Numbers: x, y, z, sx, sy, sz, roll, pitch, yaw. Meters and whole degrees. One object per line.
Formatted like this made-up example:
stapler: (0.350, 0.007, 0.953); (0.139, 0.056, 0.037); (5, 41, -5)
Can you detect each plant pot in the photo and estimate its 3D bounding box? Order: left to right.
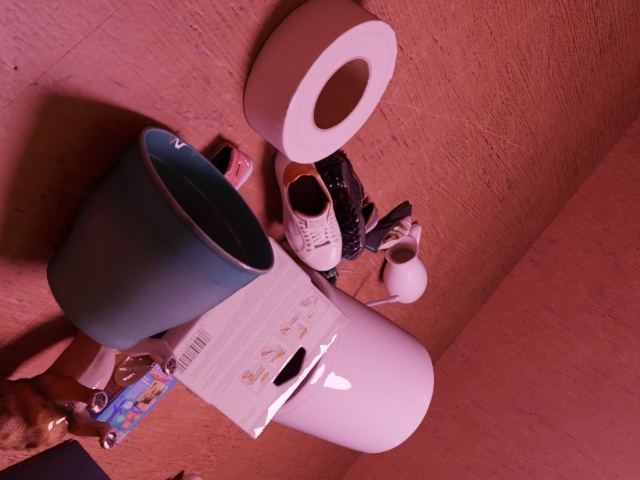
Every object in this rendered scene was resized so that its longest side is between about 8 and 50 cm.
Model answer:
plant pot: (-0.253, 0.015, 1.256); (0.255, 0.271, 0.272); (-39, 160, 13)

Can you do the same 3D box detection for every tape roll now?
tape roll: (0.004, -0.275, 1.464); (0.286, 0.100, 0.286); (-40, 154, -24)

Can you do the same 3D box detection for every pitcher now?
pitcher: (0.253, 0.068, 2.445); (0.177, 0.126, 0.207); (-55, 151, -32)

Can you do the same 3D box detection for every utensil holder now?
utensil holder: (0.017, 0.272, 1.865); (0.385, 0.327, 0.327); (32, 98, -42)

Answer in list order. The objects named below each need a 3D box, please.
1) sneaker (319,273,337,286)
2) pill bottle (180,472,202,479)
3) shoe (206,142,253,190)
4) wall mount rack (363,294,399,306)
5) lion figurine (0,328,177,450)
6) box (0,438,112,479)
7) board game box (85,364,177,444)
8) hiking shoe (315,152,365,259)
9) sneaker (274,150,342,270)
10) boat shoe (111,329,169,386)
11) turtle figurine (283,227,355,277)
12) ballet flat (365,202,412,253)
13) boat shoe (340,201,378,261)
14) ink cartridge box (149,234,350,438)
sneaker: (-0.024, 0.135, 2.090); (0.166, 0.065, 0.076); (-55, 153, 7)
pill bottle: (-0.385, 0.687, 2.192); (0.187, 0.112, 0.112); (-29, 149, -41)
shoe: (-0.188, -0.084, 1.452); (0.178, 0.063, 0.081); (-56, 156, -1)
wall mount rack: (0.059, 0.261, 2.344); (0.350, 0.130, 0.304); (-25, 146, -47)
lion figurine: (-0.385, 0.203, 1.388); (0.392, 0.240, 0.142); (-47, 133, -45)
box: (-0.573, 0.629, 1.626); (0.294, 0.212, 0.395); (-17, 140, -52)
board game box: (-0.376, 0.304, 1.707); (0.210, 0.047, 0.160); (-46, 156, -11)
hiking shoe: (0.063, -0.074, 1.769); (0.114, 0.086, 0.226); (-16, 97, -59)
sneaker: (-0.021, -0.035, 1.632); (0.106, 0.123, 0.290); (-22, 126, -2)
boat shoe: (-0.284, 0.129, 1.553); (0.302, 0.098, 0.109); (-45, 145, -19)
turtle figurine: (0.000, 0.000, 1.839); (0.234, 0.118, 0.175); (53, 37, -54)
ballet flat: (0.191, -0.026, 2.229); (0.203, 0.074, 0.074); (-35, 153, -34)
boat shoe: (0.071, -0.027, 2.025); (0.183, 0.066, 0.066); (-50, 155, -29)
ink cartridge box: (-0.123, 0.175, 1.564); (0.296, 0.066, 0.261); (-50, 122, -12)
